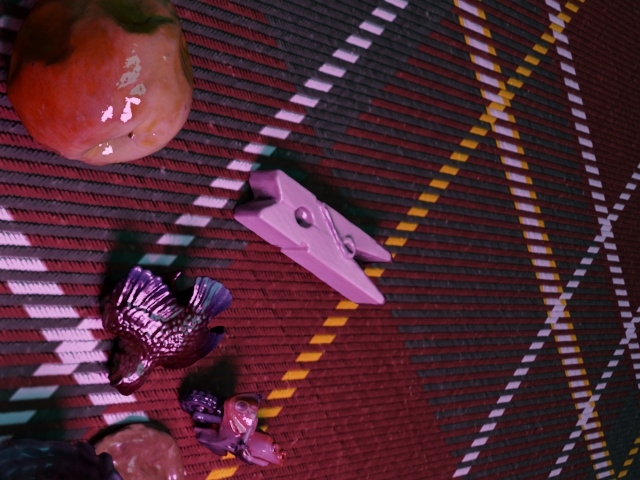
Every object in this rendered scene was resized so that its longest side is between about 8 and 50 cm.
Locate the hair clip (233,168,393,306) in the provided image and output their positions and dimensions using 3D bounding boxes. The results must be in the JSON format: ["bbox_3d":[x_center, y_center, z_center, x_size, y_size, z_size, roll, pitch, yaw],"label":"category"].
[{"bbox_3d":[-0.004,0.000,1.622,0.331,0.085,0.101,34,69,-42],"label":"hair clip"}]

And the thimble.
[{"bbox_3d":[-0.320,0.336,1.178,0.205,0.236,0.172,1,100,-11],"label":"thimble"}]

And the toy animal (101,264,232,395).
[{"bbox_3d":[-0.208,0.126,1.365,0.218,0.116,0.179,50,58,-51],"label":"toy animal"}]

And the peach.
[{"bbox_3d":[-0.249,-0.210,1.195,0.214,0.214,0.236,16,67,-52],"label":"peach"}]

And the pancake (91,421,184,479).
[{"bbox_3d":[-0.271,0.361,1.396,0.236,0.042,0.222,-5,103,-50],"label":"pancake"}]

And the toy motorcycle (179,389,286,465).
[{"bbox_3d":[-0.116,0.280,1.510,0.212,0.118,0.084,53,42,-43],"label":"toy motorcycle"}]
